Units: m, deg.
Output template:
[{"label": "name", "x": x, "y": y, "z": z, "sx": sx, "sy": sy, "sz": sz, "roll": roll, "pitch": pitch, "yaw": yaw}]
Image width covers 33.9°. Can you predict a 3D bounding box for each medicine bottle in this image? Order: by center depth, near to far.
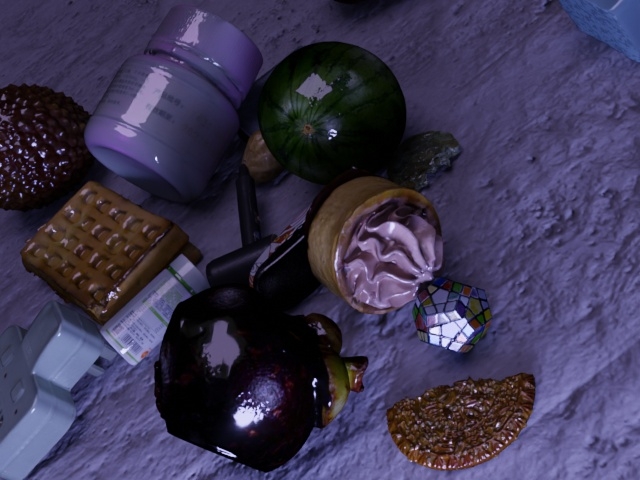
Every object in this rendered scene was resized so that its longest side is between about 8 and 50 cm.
[{"label": "medicine bottle", "x": -0.266, "y": 0.113, "z": 1.712, "sx": 0.183, "sy": 0.086, "sz": 0.086, "roll": -43, "pitch": 42, "yaw": -9}, {"label": "medicine bottle", "x": -0.258, "y": -0.247, "z": 1.899, "sx": 0.241, "sy": 0.241, "sz": 0.302, "roll": 16, "pitch": 72, "yaw": 42}]

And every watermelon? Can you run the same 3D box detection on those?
[{"label": "watermelon", "x": 0.020, "y": -0.206, "z": 1.703, "sx": 0.242, "sy": 0.242, "sz": 0.242, "roll": -18, "pitch": 44, "yaw": 19}]

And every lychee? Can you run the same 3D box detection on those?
[{"label": "lychee", "x": -0.570, "y": -0.187, "z": 2.080, "sx": 0.267, "sy": 0.267, "sz": 0.267, "roll": -18, "pitch": 44, "yaw": 19}]

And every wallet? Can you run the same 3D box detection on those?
[{"label": "wallet", "x": -0.079, "y": -0.274, "z": 1.991, "sx": 0.222, "sy": 0.036, "sz": 0.167, "roll": -40, "pitch": 40, "yaw": -8}]

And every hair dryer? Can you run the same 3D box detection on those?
[{"label": "hair dryer", "x": -0.131, "y": -0.024, "z": 1.751, "sx": 0.128, "sy": 0.070, "sz": 0.255, "roll": -24, "pitch": 48, "yaw": 14}]

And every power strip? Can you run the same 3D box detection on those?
[{"label": "power strip", "x": -0.456, "y": 0.237, "z": 1.718, "sx": 0.261, "sy": 0.141, "sz": 0.229, "roll": -48, "pitch": 40, "yaw": 7}]

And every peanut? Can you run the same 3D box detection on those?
[{"label": "peanut", "x": -0.065, "y": -0.178, "z": 1.850, "sx": 0.193, "sy": 0.089, "sz": 0.089, "roll": -41, "pitch": 41, "yaw": -6}]

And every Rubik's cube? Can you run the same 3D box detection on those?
[{"label": "Rubik's cube", "x": 0.178, "y": 0.101, "z": 1.422, "sx": 0.111, "sy": 0.093, "sz": 0.111, "roll": -20, "pitch": 43, "yaw": 19}]

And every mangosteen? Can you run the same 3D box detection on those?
[{"label": "mangosteen", "x": -0.083, "y": 0.190, "z": 1.412, "sx": 0.287, "sy": 0.287, "sz": 0.233, "roll": 3, "pitch": 64, "yaw": 36}]

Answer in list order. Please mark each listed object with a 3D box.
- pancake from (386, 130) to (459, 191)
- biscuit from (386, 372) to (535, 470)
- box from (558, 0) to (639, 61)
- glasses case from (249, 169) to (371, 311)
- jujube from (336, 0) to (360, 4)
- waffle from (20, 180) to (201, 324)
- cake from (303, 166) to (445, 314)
[{"label": "pancake", "x": 0.163, "y": -0.133, "z": 1.704, "sx": 0.129, "sy": 0.022, "sz": 0.116, "roll": -37, "pitch": 39, "yaw": -2}, {"label": "biscuit", "x": 0.180, "y": 0.235, "z": 1.346, "sx": 0.206, "sy": 0.025, "sz": 0.126, "roll": -18, "pitch": 44, "yaw": 19}, {"label": "box", "x": 0.470, "y": -0.390, "z": 1.645, "sx": 0.130, "sy": 0.162, "sz": 0.227, "roll": -46, "pitch": 41, "yaw": 4}, {"label": "glasses case", "x": 0.000, "y": 0.000, "z": 1.629, "sx": 0.267, "sy": 0.103, "sz": 0.067, "roll": -43, "pitch": 40, "yaw": -10}, {"label": "jujube", "x": 0.134, "y": -0.615, "z": 2.028, "sx": 0.377, "sy": 0.258, "sz": 0.258, "roll": -34, "pitch": 41, "yaw": 12}, {"label": "waffle", "x": -0.383, "y": 0.023, "z": 1.872, "sx": 0.224, "sy": 0.098, "sz": 0.328, "roll": -48, "pitch": 40, "yaw": -16}, {"label": "cake", "x": 0.094, "y": 0.008, "z": 1.477, "sx": 0.185, "sy": 0.207, "sz": 0.178, "roll": -18, "pitch": 19, "yaw": -28}]
